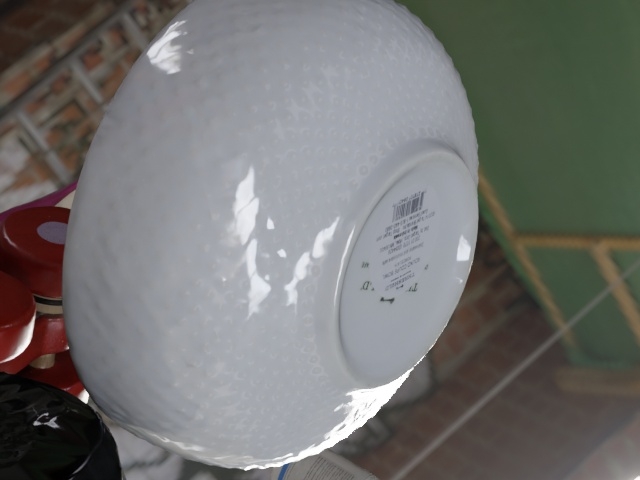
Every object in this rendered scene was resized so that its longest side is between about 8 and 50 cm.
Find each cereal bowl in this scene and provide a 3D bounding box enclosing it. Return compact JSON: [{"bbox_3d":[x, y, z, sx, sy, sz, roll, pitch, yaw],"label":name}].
[{"bbox_3d":[0.000,0.000,1.059,0.141,0.339,0.339,22,-29,33],"label":"cereal bowl"}]

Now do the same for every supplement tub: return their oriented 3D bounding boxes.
[{"bbox_3d":[0.006,0.263,1.767,0.107,0.071,0.071,29,-23,22],"label":"supplement tub"}]

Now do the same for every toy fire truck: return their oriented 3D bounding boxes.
[{"bbox_3d":[-0.327,0.057,1.369,0.254,0.302,0.169,23,-60,15],"label":"toy fire truck"}]

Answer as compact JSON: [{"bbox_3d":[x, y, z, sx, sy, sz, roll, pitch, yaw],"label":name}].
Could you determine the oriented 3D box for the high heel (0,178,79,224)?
[{"bbox_3d":[-0.294,-0.038,1.881,0.082,0.244,0.117,50,8,-33],"label":"high heel"}]

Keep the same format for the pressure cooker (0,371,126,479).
[{"bbox_3d":[-0.299,0.318,1.025,0.370,0.376,0.420,12,-72,45],"label":"pressure cooker"}]
